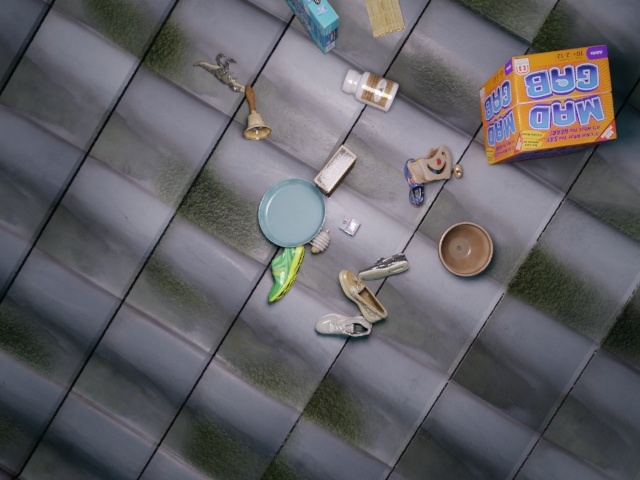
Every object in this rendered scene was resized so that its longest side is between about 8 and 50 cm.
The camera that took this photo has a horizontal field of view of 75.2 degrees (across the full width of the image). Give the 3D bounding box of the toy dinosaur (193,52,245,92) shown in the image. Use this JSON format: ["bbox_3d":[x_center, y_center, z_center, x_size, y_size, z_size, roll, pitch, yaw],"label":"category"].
[{"bbox_3d":[-0.449,-0.786,1.899,0.268,0.064,0.118,33,98,4],"label":"toy dinosaur"}]

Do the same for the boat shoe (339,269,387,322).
[{"bbox_3d":[0.194,0.241,1.874,0.089,0.104,0.285,-31,101,42],"label":"boat shoe"}]

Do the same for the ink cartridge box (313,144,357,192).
[{"bbox_3d":[0.064,-0.295,1.810,0.088,0.234,0.193,40,91,0],"label":"ink cartridge box"}]

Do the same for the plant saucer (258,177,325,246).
[{"bbox_3d":[-0.126,-0.124,1.880,0.317,0.043,0.318,-2,81,14],"label":"plant saucer"}]

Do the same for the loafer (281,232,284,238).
[{"bbox_3d":[-0.135,-0.053,1.916,0.045,0.039,0.125,40,92,1],"label":"loafer"}]

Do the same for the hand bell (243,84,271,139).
[{"bbox_3d":[-0.309,-0.597,1.892,0.126,0.126,0.242,-14,78,2],"label":"hand bell"}]

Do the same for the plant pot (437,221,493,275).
[{"bbox_3d":[0.638,0.038,1.867,0.237,0.110,0.238,0,90,1],"label":"plant pot"}]

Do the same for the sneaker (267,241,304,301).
[{"bbox_3d":[-0.173,0.141,1.902,0.123,0.109,0.296,24,88,15],"label":"sneaker"}]

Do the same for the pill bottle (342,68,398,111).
[{"bbox_3d":[0.219,-0.674,1.849,0.229,0.131,0.131,22,92,1],"label":"pill bottle"}]

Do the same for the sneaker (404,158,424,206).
[{"bbox_3d":[0.434,-0.263,1.876,0.083,0.087,0.222,-13,91,1],"label":"sneaker"}]

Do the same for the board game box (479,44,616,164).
[{"bbox_3d":[0.915,-0.538,1.724,0.355,0.356,0.357,-7,91,2],"label":"board game box"}]

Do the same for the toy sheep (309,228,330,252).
[{"bbox_3d":[0.000,0.000,1.895,0.091,0.091,0.132,31,87,0],"label":"toy sheep"}]

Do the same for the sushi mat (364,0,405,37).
[{"bbox_3d":[0.277,-1.097,1.893,0.151,0.019,0.317,-14,90,3],"label":"sushi mat"}]

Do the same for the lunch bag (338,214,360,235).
[{"bbox_3d":[0.133,-0.069,1.905,0.083,0.053,0.071,33,90,9],"label":"lunch bag"}]

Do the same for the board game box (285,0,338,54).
[{"bbox_3d":[-0.052,-1.009,1.786,0.079,0.254,0.336,-36,91,1],"label":"board game box"}]

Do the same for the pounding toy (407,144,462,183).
[{"bbox_3d":[0.525,-0.341,1.812,0.269,0.154,0.154,-11,91,-35],"label":"pounding toy"}]

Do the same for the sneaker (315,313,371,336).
[{"bbox_3d":[0.105,0.388,1.881,0.262,0.121,0.100,-3,90,1],"label":"sneaker"}]

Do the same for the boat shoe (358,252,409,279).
[{"bbox_3d":[0.284,0.121,1.905,0.232,0.084,0.079,-18,53,8],"label":"boat shoe"}]
